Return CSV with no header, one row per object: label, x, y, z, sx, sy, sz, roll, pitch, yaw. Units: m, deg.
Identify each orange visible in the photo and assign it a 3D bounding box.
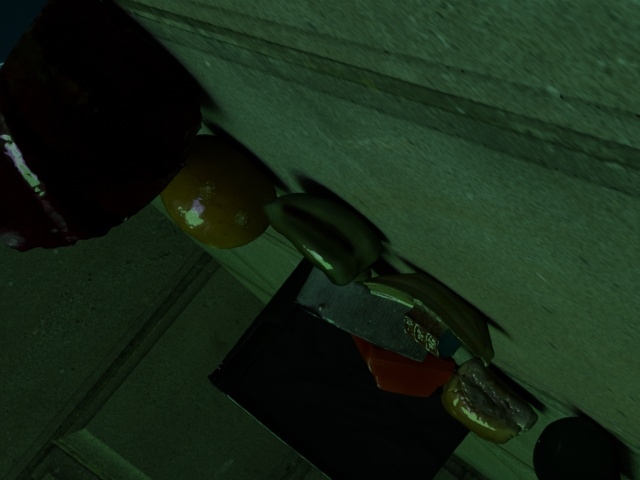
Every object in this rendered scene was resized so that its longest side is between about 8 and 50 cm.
orange,-0.131,-0.057,1.814,0.156,0.124,0.156,37,170,8

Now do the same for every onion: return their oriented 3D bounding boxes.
onion,-0.238,-0.098,1.606,0.146,0.280,0.314,21,167,23

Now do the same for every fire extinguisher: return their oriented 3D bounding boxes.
fire extinguisher,0.313,0.297,1.774,0.095,0.114,0.311,33,173,21

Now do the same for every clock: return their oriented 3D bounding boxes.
clock,0.102,0.149,1.916,0.113,0.061,0.155,10,-167,-10

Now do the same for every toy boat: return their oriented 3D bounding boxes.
toy boat,0.120,0.082,1.594,0.172,0.066,0.065,35,174,33

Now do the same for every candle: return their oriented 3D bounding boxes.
candle,0.066,0.089,1.796,0.168,0.068,0.192,27,-176,20

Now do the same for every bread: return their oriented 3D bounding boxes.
bread,0.213,0.211,1.874,0.125,0.082,0.106,41,-179,10

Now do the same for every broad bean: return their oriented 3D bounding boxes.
broad bean,0.002,-0.002,1.657,0.153,0.072,0.206,41,174,-8

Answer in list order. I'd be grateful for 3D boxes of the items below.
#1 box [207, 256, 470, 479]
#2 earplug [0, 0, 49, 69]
box,0.044,0.223,2.191,0.345,0.251,0.204,39,174,-6
earplug,-0.281,-0.195,1.756,0.132,0.132,0.273,34,175,42
